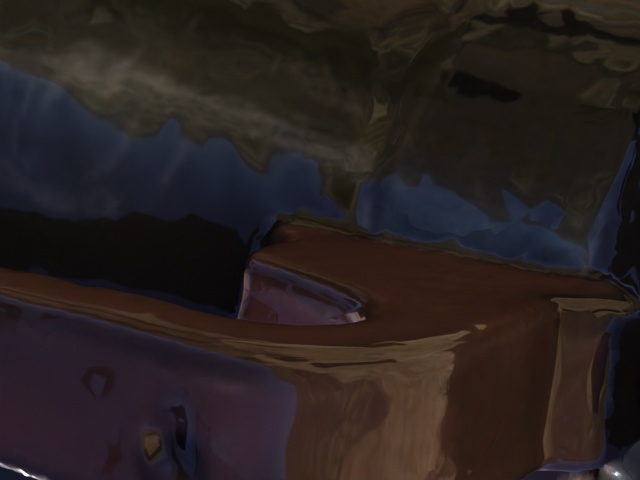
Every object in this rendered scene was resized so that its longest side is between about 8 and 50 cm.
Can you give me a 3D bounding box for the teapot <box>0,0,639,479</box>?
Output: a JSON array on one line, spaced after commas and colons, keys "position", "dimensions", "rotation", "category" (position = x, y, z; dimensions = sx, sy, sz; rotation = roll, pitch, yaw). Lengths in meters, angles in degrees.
[{"position": [0.000, 0.000, 0.598], "dimensions": [0.362, 0.305, 0.376], "rotation": [10, -168, 31], "category": "teapot"}]
